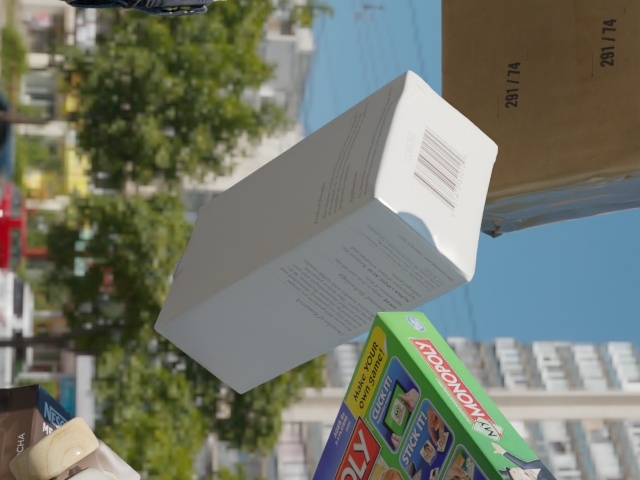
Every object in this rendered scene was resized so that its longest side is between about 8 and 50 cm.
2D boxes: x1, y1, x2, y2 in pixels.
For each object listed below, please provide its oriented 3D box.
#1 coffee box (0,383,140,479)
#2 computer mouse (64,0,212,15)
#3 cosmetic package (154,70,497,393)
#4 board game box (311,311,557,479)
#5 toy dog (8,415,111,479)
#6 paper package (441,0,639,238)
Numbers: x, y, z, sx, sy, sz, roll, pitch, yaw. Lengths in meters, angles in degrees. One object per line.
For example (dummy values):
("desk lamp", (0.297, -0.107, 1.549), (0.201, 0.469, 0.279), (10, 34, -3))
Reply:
("coffee box", (-0.335, 0.315, 1.595), (0.297, 0.118, 0.168), (61, 24, -53))
("computer mouse", (-0.072, -0.246, 0.994), (0.272, 0.188, 0.072), (-38, -106, 34))
("cosmetic package", (0.000, 0.000, 1.505), (0.385, 0.156, 0.217), (-30, -150, 41))
("board game box", (0.056, 0.242, 0.970), (0.213, 0.046, 0.317), (51, -49, 47))
("toy dog", (-0.287, 0.290, 1.155), (0.161, 0.333, 0.220), (-41, -115, 33))
("paper package", (0.317, -0.196, 1.660), (0.309, 0.168, 0.325), (-10, -109, 34))
